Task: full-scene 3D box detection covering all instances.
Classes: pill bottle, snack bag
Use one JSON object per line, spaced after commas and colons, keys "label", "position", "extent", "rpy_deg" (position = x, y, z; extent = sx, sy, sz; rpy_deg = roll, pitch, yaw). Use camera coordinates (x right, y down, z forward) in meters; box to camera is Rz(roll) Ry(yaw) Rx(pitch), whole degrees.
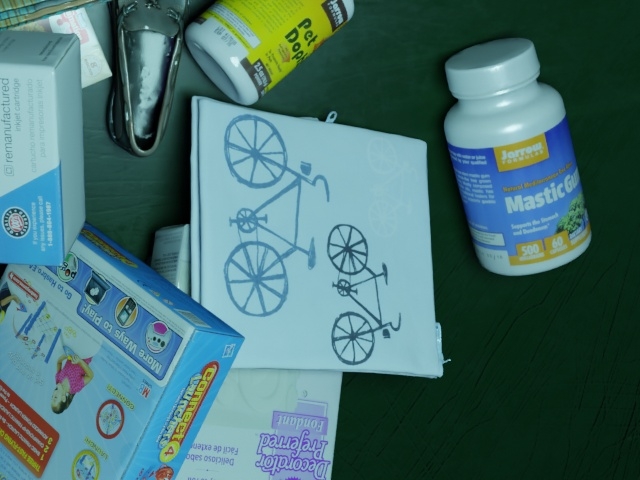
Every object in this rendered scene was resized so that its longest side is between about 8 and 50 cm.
{"label": "pill bottle", "position": [-0.044, -0.263, 1.522], "extent": [0.215, 0.117, 0.117], "rpy_deg": [-43, 114, -10]}
{"label": "snack bag", "position": [0.000, 0.000, 1.580], "extent": [0.342, 0.037, 0.323], "rpy_deg": [6, 74, -31]}
{"label": "pill bottle", "position": [0.241, -0.107, 1.652], "extent": [0.152, 0.152, 0.272], "rpy_deg": [-21, 113, -10]}

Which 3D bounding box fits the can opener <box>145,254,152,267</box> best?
{"label": "can opener", "position": [-0.146, 0.143, 1.646], "extent": [0.074, 0.093, 0.280], "rpy_deg": [-33, 109, -5]}

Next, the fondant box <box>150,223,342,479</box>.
{"label": "fondant box", "position": [-0.096, 0.164, 1.580], "extent": [0.238, 0.096, 0.330], "rpy_deg": [12, 81, -30]}

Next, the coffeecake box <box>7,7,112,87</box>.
{"label": "coffeecake box", "position": [-0.347, -0.218, 1.473], "extent": [0.185, 0.068, 0.142], "rpy_deg": [-24, 113, -9]}

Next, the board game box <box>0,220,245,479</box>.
{"label": "board game box", "position": [-0.272, 0.165, 1.491], "extent": [0.086, 0.308, 0.302], "rpy_deg": [16, 104, -53]}

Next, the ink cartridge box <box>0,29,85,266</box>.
{"label": "ink cartridge box", "position": [-0.413, -0.103, 1.388], "extent": [0.307, 0.129, 0.223], "rpy_deg": [3, 115, 1]}

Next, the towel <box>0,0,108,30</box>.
{"label": "towel", "position": [-0.382, -0.308, 1.355], "extent": [0.370, 0.271, 0.040], "rpy_deg": [-17, 149, -11]}

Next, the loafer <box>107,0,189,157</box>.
{"label": "loafer", "position": [-0.193, -0.225, 1.511], "extent": [0.096, 0.084, 0.267], "rpy_deg": [0, 107, -18]}
